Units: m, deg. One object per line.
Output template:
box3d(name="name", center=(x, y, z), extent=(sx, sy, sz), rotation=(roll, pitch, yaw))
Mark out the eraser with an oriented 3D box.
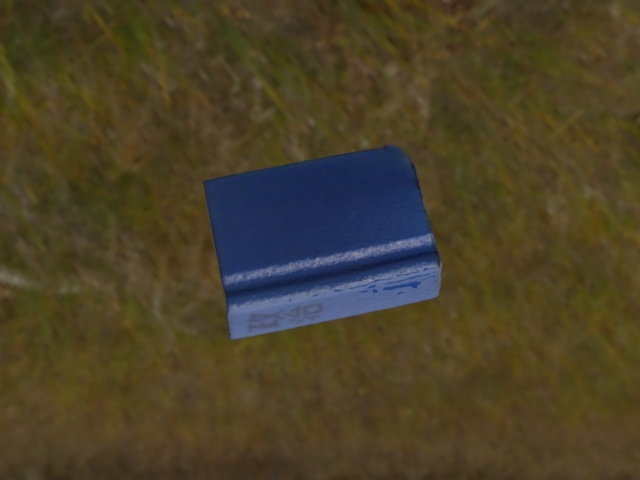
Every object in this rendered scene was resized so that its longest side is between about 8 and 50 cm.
box3d(name="eraser", center=(0.000, 0.000, 0.708), extent=(0.084, 0.063, 0.027), rotation=(-11, 146, -4))
